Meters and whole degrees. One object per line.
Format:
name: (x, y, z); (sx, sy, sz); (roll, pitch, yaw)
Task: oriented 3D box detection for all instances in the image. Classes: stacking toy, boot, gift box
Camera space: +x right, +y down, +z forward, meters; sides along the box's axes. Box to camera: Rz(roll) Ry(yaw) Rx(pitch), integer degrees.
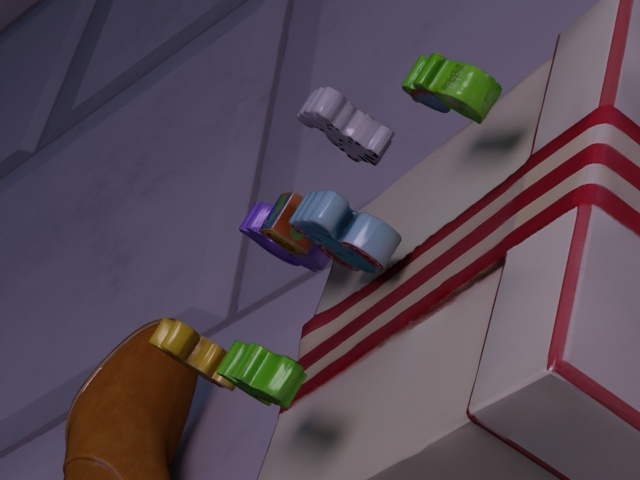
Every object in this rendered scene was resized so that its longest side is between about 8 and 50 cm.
stacking toy: (0.000, 0.000, 0.652); (0.167, 0.052, 0.221); (-58, 15, -10)
boot: (-0.126, 0.202, 1.007); (0.211, 0.104, 0.295); (8, 63, 52)
gift box: (0.158, 0.068, 0.619); (0.258, 0.276, 0.255); (-41, 27, 46)
